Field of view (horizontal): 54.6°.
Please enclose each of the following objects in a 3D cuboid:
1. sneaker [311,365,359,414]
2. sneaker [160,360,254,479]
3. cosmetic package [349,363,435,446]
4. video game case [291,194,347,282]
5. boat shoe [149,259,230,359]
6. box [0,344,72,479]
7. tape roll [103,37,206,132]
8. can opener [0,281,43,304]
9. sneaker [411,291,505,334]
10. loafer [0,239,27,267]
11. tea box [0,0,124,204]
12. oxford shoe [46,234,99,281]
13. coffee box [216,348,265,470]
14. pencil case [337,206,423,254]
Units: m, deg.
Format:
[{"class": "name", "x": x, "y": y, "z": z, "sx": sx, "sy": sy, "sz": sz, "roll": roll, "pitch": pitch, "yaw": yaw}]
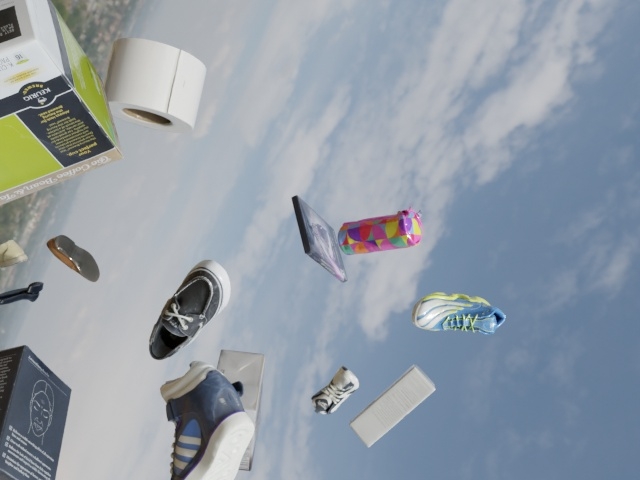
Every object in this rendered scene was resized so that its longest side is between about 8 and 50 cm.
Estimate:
[{"class": "sneaker", "x": 0.042, "y": 0.536, "z": 2.156, "sx": 0.153, "sy": 0.094, "sz": 0.235, "roll": -40, "pitch": 168, "yaw": -29}, {"class": "sneaker", "x": -0.282, "y": 0.420, "z": 1.365, "sx": 0.236, "sy": 0.130, "sz": 0.322, "roll": 45, "pitch": -63, "yaw": 34}, {"class": "cosmetic package", "x": 0.190, "y": 0.432, "z": 1.634, "sx": 0.231, "sy": 0.085, "sz": 0.117, "roll": -43, "pitch": 168, "yaw": 2}, {"class": "video game case", "x": 0.000, "y": 0.000, "z": 1.890, "sx": 0.026, "sy": 0.274, "sz": 0.196, "roll": -23, "pitch": -119, "yaw": 15}, {"class": "boat shoe", "x": -0.298, "y": 0.162, "z": 1.356, "sx": 0.301, "sy": 0.108, "sz": 0.102, "roll": -48, "pitch": 178, "yaw": 37}, {"class": "box", "x": -0.952, "y": 0.573, "z": 1.887, "sx": 0.293, "sy": 0.212, "sz": 0.395, "roll": 72, "pitch": 7, "yaw": -46}, {"class": "tape roll", "x": -0.433, "y": -0.397, "z": 1.617, "sx": 0.246, "sy": 0.246, "sz": 0.169, "roll": -2, "pitch": -104, "yaw": 67}, {"class": "can opener", "x": -0.994, "y": 0.177, "z": 2.038, "sx": 0.186, "sy": 0.059, "sz": 0.073, "roll": -20, "pitch": 127, "yaw": -67}, {"class": "sneaker", "x": 0.332, "y": 0.171, "z": 1.444, "sx": 0.126, "sy": 0.240, "sz": 0.091, "roll": 12, "pitch": -78, "yaw": 57}, {"class": "loafer", "x": -1.136, "y": 0.054, "z": 2.139, "sx": 0.102, "sy": 0.269, "sz": 0.092, "roll": -37, "pitch": 116, "yaw": -76}, {"class": "tea box", "x": -0.571, "y": -0.245, "z": 1.062, "sx": 0.323, "sy": 0.329, "sz": 0.220, "roll": 77, "pitch": -9, "yaw": -63}, {"class": "oxford shoe", "x": -0.820, "y": 0.062, "z": 2.065, "sx": 0.076, "sy": 0.212, "sz": 0.076, "roll": -10, "pitch": -139, "yaw": 31}, {"class": "coffee box", "x": -0.215, "y": 0.440, "z": 1.593, "sx": 0.168, "sy": 0.119, "sz": 0.297, "roll": -84, "pitch": -177, "yaw": -47}, {"class": "pencil case", "x": 0.158, "y": -0.023, "z": 1.643, "sx": 0.236, "sy": 0.104, "sz": 0.104, "roll": -13, "pitch": -127, "yaw": 38}]
